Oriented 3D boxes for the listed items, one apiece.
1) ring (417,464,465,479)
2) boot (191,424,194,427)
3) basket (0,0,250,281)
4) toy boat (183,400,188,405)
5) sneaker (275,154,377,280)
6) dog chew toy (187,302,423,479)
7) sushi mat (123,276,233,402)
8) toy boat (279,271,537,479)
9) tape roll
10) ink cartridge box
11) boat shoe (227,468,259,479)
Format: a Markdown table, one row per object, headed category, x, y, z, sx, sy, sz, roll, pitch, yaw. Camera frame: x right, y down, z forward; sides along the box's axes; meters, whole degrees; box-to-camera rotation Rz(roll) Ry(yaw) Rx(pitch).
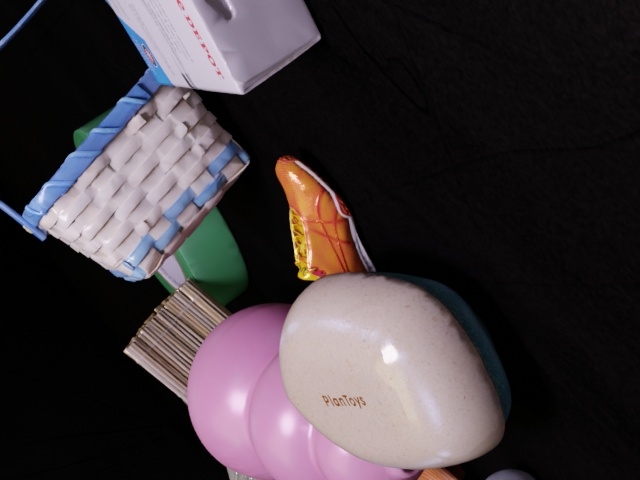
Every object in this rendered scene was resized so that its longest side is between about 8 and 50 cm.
| category | x | y | z | sx | sy | sz | roll | pitch | yaw |
| --- | --- | --- | --- | --- | --- | --- | --- | --- | --- |
| ring | 0.193 | 0.368 | 1.303 | 0.336 | 0.032 | 0.337 | 48 | 163 | 20 |
| boot | -0.130 | 0.412 | 2.156 | 0.223 | 0.118 | 0.338 | 47 | 173 | 13 |
| basket | -0.244 | -0.106 | 1.170 | 0.289 | 0.255 | 0.201 | 46 | 167 | -12 |
| toy boat | -0.137 | 0.200 | 1.733 | 0.231 | 0.150 | 0.151 | 29 | 120 | 54 |
| sneaker | 0.000 | 0.000 | 1.041 | 0.175 | 0.067 | 0.064 | 62 | 163 | -19 |
| dog chew toy | -0.005 | 0.188 | 1.215 | 0.331 | 0.206 | 0.207 | 16 | 139 | 53 |
| sushi mat | -0.089 | 0.188 | 1.397 | 0.316 | 0.151 | 0.019 | 40 | 139 | -4 |
| toy boat | 0.095 | 0.160 | 0.991 | 0.267 | 0.148 | 0.318 | -4 | 116 | 57 |
| tape roll | -0.226 | -0.039 | 1.557 | 0.321 | 0.077 | 0.321 | 47 | 161 | 22 |
| ink cartridge box | -0.103 | -0.204 | 0.886 | 0.203 | 0.086 | 0.148 | 20 | 143 | 61 |
| boat shoe | -0.006 | 0.333 | 1.485 | 0.187 | 0.155 | 0.500 | -55 | 47 | 40 |
